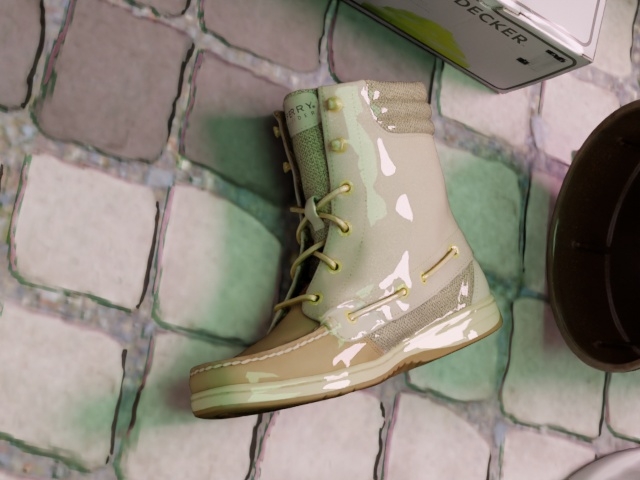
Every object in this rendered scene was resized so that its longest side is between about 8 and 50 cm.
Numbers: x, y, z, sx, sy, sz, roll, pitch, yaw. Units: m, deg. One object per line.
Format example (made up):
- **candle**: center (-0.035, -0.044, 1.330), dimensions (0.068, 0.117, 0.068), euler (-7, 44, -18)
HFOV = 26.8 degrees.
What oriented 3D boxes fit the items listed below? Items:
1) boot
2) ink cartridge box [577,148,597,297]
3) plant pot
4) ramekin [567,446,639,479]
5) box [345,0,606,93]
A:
- **boot**: center (0.000, 0.000, 0.737), dimensions (0.213, 0.077, 0.165), euler (-17, 92, -39)
- **ink cartridge box**: center (0.257, 0.011, 0.923), dimensions (0.179, 0.045, 0.145), euler (7, 77, -35)
- **plant pot**: center (0.255, 0.009, 0.835), dimensions (0.165, 0.167, 0.167), euler (10, 76, -24)
- **ramekin**: center (0.248, 0.262, 0.823), dimensions (0.273, 0.127, 0.273), euler (7, 78, -32)
- **box**: center (0.112, -0.261, 0.848), dimensions (0.169, 0.087, 0.290), euler (25, 69, -28)
